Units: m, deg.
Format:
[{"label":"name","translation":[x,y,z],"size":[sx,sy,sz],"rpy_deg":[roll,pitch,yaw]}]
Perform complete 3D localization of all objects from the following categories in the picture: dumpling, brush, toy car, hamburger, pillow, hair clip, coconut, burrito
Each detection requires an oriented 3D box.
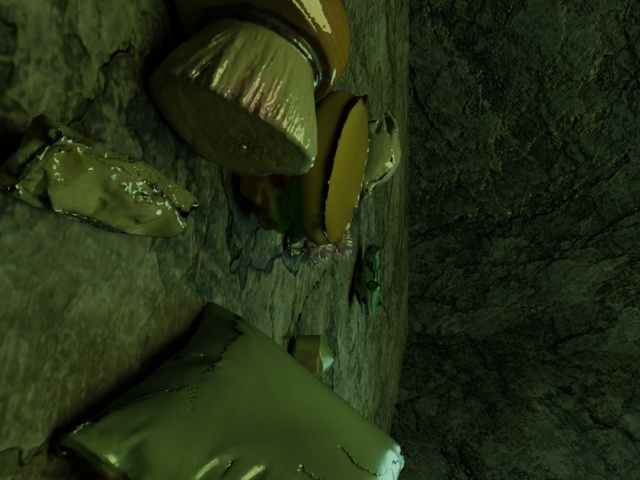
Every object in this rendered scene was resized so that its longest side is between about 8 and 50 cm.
[{"label":"dumpling","translation":[0.101,-0.191,1.387],"size":[0.247,0.142,0.172],"rpy_deg":[-67,-168,-19]},{"label":"brush","translation":[-0.082,-0.197,0.570],"size":[0.166,0.174,0.267],"rpy_deg":[-69,152,-24]},{"label":"toy car","translation":[0.137,0.109,1.694],"size":[0.090,0.076,0.224],"rpy_deg":[78,13,-45]},{"label":"hamburger","translation":[-0.023,-0.111,0.842],"size":[0.237,0.148,0.237],"rpy_deg":[13,90,-74]},{"label":"pillow","translation":[-0.053,0.212,0.590],"size":[0.119,0.310,0.312],"rpy_deg":[-54,177,21]},{"label":"hair clip","translation":[0.000,0.000,1.137],"size":[0.292,0.084,0.106],"rpy_deg":[0,76,-72]},{"label":"coconut","translation":[-0.016,0.219,1.102],"size":[0.082,0.081,0.083],"rpy_deg":[96,-3,-53]},{"label":"burrito","translation":[-0.165,-0.042,0.478],"size":[0.229,0.058,0.063],"rpy_deg":[34,56,-77]}]
